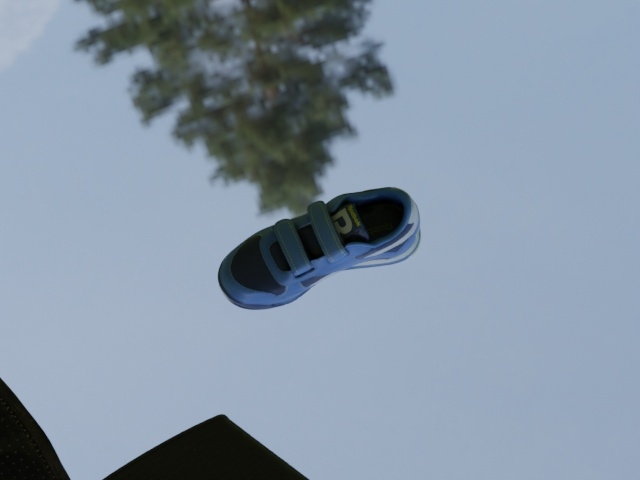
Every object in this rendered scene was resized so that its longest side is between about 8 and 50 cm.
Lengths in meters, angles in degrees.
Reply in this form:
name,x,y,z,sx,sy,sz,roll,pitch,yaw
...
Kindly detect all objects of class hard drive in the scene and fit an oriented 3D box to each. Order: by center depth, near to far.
name,x,y,z,sx,sy,sz,roll,pitch,yaw
hard drive,-0.119,0.238,1.383,0.254,0.054,0.172,-33,-131,-30

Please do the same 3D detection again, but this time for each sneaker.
name,x,y,z,sx,sy,sz,roll,pitch,yaw
sneaker,0.000,0.000,1.188,0.144,0.059,0.053,-22,-107,-13

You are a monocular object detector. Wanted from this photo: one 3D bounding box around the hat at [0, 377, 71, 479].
name,x,y,z,sx,sy,sz,roll,pitch,yaw
hat,-0.295,0.225,1.179,0.331,0.331,0.134,8,-162,31
